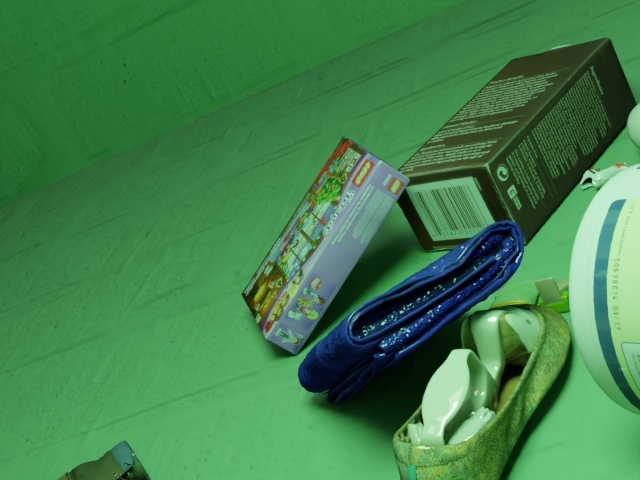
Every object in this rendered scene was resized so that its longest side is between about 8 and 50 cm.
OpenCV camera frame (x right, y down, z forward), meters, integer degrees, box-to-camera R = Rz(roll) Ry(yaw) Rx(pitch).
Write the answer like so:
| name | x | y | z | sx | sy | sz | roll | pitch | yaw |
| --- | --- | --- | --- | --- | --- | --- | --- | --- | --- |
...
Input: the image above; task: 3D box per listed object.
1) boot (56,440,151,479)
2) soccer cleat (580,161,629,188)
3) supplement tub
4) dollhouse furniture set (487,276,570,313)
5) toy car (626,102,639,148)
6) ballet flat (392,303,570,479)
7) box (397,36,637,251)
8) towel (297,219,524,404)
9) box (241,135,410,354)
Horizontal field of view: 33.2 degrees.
| name | x | y | z | sx | sy | sz | roll | pitch | yaw |
| --- | --- | --- | --- | --- | --- | --- | --- | --- | --- |
| boot | -0.253 | 0.302 | 1.305 | 0.106 | 0.082 | 0.219 | -38 | 20 | -18 |
| soccer cleat | 0.394 | -0.086 | 1.481 | 0.035 | 0.029 | 0.083 | -49 | 24 | -25 |
| supplement tub | 0.396 | 0.041 | 0.871 | 0.325 | 0.235 | 0.235 | -2 | 33 | 50 |
| dollhouse furniture set | 0.261 | 0.048 | 1.282 | 0.152 | 0.058 | 0.076 | -16 | 23 | 31 |
| toy car | 0.505 | -0.211 | 1.475 | 0.159 | 0.136 | 0.182 | -8 | 29 | 43 |
| ballet flat | 0.169 | 0.140 | 1.101 | 0.123 | 0.123 | 0.348 | -12 | 26 | 38 |
| box | 0.292 | -0.145 | 1.594 | 0.191 | 0.143 | 0.381 | -5 | 32 | 48 |
| towel | 0.098 | 0.094 | 1.216 | 0.228 | 0.076 | 0.308 | -30 | -8 | -18 |
| box | 0.000 | 0.000 | 1.548 | 0.293 | 0.057 | 0.201 | -57 | 20 | 5 |
